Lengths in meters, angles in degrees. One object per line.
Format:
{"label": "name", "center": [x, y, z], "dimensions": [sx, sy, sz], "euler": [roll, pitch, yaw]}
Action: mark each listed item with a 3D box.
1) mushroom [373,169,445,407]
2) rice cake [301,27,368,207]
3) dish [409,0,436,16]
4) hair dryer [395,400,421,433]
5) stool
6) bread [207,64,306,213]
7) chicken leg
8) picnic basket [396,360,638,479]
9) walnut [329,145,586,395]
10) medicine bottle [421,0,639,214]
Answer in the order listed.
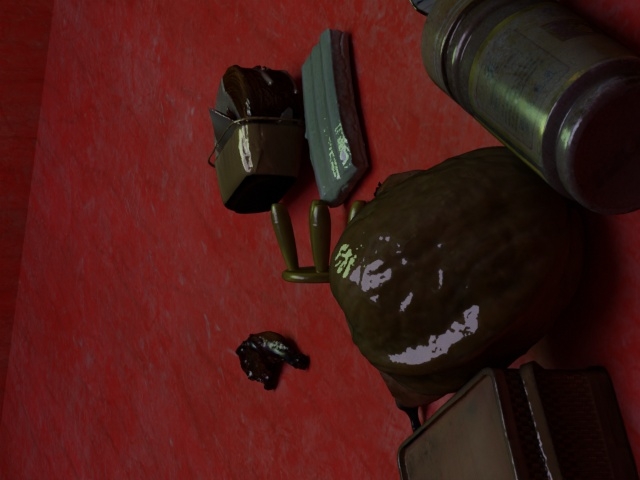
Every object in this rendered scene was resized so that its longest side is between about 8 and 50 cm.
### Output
{"label": "mushroom", "center": [0.145, 0.054, 1.750], "dimensions": [0.151, 0.156, 0.286], "euler": [-5, 84, 38]}
{"label": "rice cake", "center": [0.017, -0.175, 2.132], "dimensions": [0.127, 0.043, 0.237], "euler": [130, 137, -56]}
{"label": "dish", "center": [0.166, -0.349, 1.760], "dimensions": [0.190, 0.066, 0.191], "euler": [31, 127, 53]}
{"label": "hair dryer", "center": [0.089, 0.132, 1.860], "dimensions": [0.195, 0.077, 0.248], "euler": [-22, -87, -82]}
{"label": "stool", "center": [0.000, 0.000, 2.061], "dimensions": [0.134, 0.135, 0.111], "euler": [-107, 15, -84]}
{"label": "bread", "center": [-0.105, -0.162, 2.274], "dimensions": [0.224, 0.142, 0.212], "euler": [136, 131, -65]}
{"label": "chicken leg", "center": [-0.079, 0.182, 2.316], "dimensions": [0.093, 0.053, 0.205], "euler": [63, 158, 7]}
{"label": "picnic basket", "center": [0.200, 0.249, 1.564], "dimensions": [0.267, 0.139, 0.165], "euler": [127, 139, -52]}
{"label": "walnut", "center": [0.148, 0.031, 1.565], "dimensions": [0.283, 0.227, 0.283], "euler": [-24, 40, 23]}
{"label": "medicine bottle", "center": [0.234, -0.155, 1.506], "dimensions": [0.322, 0.151, 0.151], "euler": [-128, 45, -55]}
